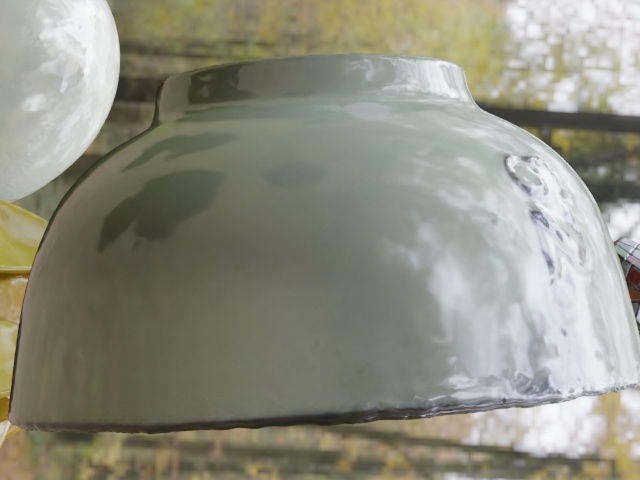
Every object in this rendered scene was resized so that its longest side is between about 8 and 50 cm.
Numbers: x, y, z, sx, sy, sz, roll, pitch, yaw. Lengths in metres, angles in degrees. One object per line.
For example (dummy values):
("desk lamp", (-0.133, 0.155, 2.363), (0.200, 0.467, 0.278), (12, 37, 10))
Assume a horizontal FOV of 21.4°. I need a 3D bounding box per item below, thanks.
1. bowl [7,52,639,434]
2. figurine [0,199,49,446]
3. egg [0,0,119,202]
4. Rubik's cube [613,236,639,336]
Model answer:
("bowl", (0.000, 0.000, 0.946), (0.354, 0.354, 0.185), (158, -71, -83))
("figurine", (-0.269, 0.084, 1.364), (0.228, 0.215, 0.215), (-19, -121, 34))
("egg", (-0.338, -0.170, 1.627), (0.345, 0.283, 0.283), (-7, -103, 41))
("Rubik's cube", (0.274, 0.052, 1.533), (0.111, 0.111, 0.093), (-99, -150, -59))
